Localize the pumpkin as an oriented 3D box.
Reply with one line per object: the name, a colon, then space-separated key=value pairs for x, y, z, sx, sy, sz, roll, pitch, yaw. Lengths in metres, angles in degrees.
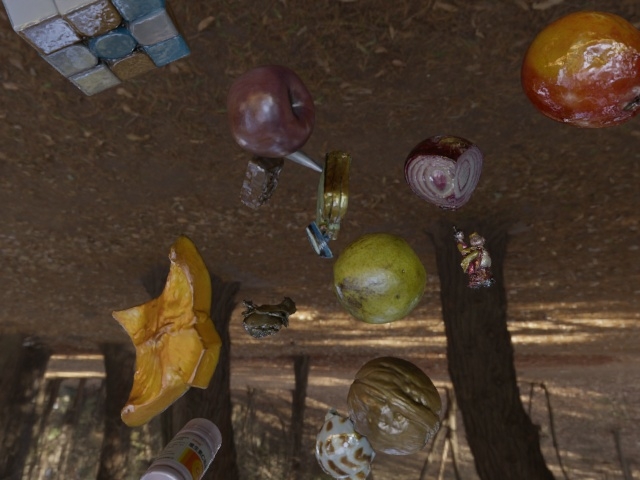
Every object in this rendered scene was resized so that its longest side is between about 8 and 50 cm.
pumpkin: x=-0.289 y=0.175 z=0.885 sx=0.290 sy=0.258 sz=0.095 roll=-39 pitch=150 yaw=27

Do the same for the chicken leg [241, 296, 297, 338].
chicken leg: x=-0.127 y=0.200 z=1.265 sx=0.196 sy=0.080 sz=0.125 roll=-6 pitch=-150 yaw=-43

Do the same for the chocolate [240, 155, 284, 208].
chocolate: x=-0.213 y=-0.231 z=1.746 sx=0.093 sy=0.148 sz=0.214 roll=34 pitch=132 yaw=9

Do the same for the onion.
onion: x=0.387 y=-0.237 z=1.473 sx=0.207 sy=0.206 sz=0.216 roll=26 pitch=139 yaw=32

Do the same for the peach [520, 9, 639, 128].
peach: x=0.602 y=-0.376 z=1.044 sx=0.238 sy=0.281 sz=0.281 roll=-38 pitch=165 yaw=-12

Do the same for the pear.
pear: x=0.112 y=0.083 z=0.979 sx=0.198 sy=0.197 sz=0.197 roll=1 pitch=161 yaw=0

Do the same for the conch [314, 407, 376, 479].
conch: x=0.072 y=0.625 z=1.361 sx=0.274 sy=0.149 sz=0.183 roll=53 pitch=162 yaw=-20

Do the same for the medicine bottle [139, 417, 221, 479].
medicine bottle: x=-0.375 y=0.608 z=1.276 sx=0.134 sy=0.133 sz=0.250 roll=-2 pitch=-172 yaw=10

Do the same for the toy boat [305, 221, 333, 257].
toy boat: x=0.000 y=0.000 z=1.576 sx=0.061 sy=0.137 sz=0.060 roll=-18 pitch=161 yaw=-30

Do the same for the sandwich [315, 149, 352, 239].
sandwich: x=0.041 y=-0.153 z=1.696 sx=0.095 sy=0.248 sz=0.273 roll=7 pitch=153 yaw=-5

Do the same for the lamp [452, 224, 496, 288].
lamp: x=0.572 y=0.053 z=1.737 sx=0.119 sy=0.253 sz=0.118 roll=-11 pitch=171 yaw=-2

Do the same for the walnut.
walnut: x=0.254 y=0.563 z=1.590 sx=0.333 sy=0.332 sz=0.333 roll=1 pitch=161 yaw=0

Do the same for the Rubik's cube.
Rubik's cube: x=-0.597 y=-0.655 z=1.230 sx=0.347 sy=0.346 sz=0.344 roll=-22 pitch=171 yaw=-3

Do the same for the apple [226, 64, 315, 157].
apple: x=-0.158 y=-0.396 z=1.440 sx=0.235 sy=0.305 sz=0.306 roll=-11 pitch=157 yaw=28

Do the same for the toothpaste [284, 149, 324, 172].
toothpaste: x=-0.111 y=-0.350 z=1.861 sx=0.323 sy=0.066 sz=0.100 roll=26 pitch=-159 yaw=-7
